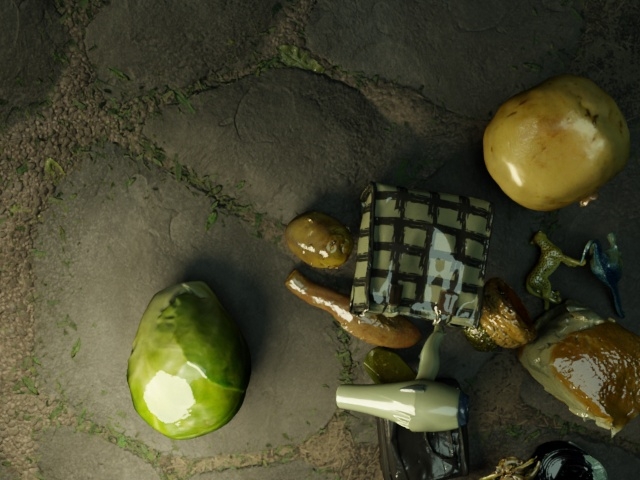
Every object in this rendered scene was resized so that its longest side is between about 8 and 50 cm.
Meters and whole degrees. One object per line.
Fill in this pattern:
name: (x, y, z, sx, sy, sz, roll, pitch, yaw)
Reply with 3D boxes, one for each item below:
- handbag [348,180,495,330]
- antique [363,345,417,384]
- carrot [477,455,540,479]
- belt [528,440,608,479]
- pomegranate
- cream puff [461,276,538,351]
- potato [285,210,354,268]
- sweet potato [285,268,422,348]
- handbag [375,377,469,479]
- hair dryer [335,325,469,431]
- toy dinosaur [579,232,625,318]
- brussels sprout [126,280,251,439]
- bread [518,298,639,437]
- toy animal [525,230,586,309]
handbag: (0.247, 0.042, 1.319, 0.325, 0.162, 0.327, 9, 73, -4)
antique: (0.195, 0.358, 1.343, 0.081, 0.080, 0.221, -29, 52, -19)
carrot: (0.480, 0.710, 1.368, 0.214, 0.193, 0.332, -1, 91, -44)
belt: (0.664, 0.620, 1.435, 0.198, 0.078, 0.151, 21, 87, -1)
pomegranate: (0.559, -0.221, 1.280, 0.332, 0.332, 0.333, 0, 92, -3)
cream puff: (0.435, 0.206, 1.380, 0.169, 0.183, 0.183, -36, 94, 25)
potato: (0.000, 0.000, 1.356, 0.175, 0.137, 0.137, 34, 91, 18)
sweet potato: (0.085, 0.185, 1.375, 0.385, 0.109, 0.109, 25, 91, -4)
handbag: (0.270, 0.507, 1.411, 0.244, 0.088, 0.275, -6, 91, -6)
hair dryer: (0.181, 0.330, 1.273, 0.295, 0.298, 0.119, -12, 122, 6)
toy dinosaur: (0.731, 0.062, 1.373, 0.076, 0.363, 0.147, -12, 51, 34)
brussels sprout: (-0.307, 0.280, 1.276, 0.281, 0.289, 0.355, -17, 70, 9)
bread: (0.670, 0.297, 1.349, 0.250, 0.225, 0.279, -43, 83, -6)
toy animal: (0.592, 0.082, 1.420, 0.136, 0.073, 0.182, 27, 103, 4)
